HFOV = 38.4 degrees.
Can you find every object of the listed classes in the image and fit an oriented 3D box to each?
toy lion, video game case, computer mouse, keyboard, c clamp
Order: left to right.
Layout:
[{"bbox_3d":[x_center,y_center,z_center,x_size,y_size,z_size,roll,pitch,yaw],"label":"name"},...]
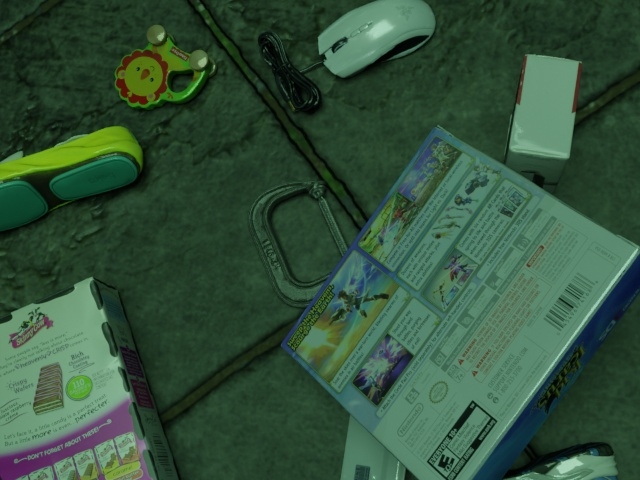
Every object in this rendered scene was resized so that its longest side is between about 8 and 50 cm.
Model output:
[{"bbox_3d":[-0.183,-0.188,1.051,0.100,0.034,0.096,32,90,16],"label":"toy lion"},{"bbox_3d":[0.000,0.000,0.974,0.137,0.022,0.160,-31,74,6],"label":"c clamp"},{"bbox_3d":[0.033,-0.220,1.012,0.193,0.042,0.106,-26,72,3],"label":"computer mouse"},{"bbox_3d":[0.049,0.234,0.894,0.072,0.014,0.256,-2,72,41],"label":"keyboard"},{"bbox_3d":[0.123,0.064,0.845,0.244,0.061,0.269,39,96,38],"label":"video game case"}]

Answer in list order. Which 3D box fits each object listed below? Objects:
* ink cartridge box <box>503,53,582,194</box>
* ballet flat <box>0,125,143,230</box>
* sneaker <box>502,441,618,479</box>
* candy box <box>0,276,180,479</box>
[{"bbox_3d":[0.214,-0.107,0.901,0.056,0.135,0.099,9,78,9],"label":"ink cartridge box"},{"bbox_3d":[-0.308,-0.072,1.027,0.231,0.077,0.077,-18,52,3],"label":"ballet flat"},{"bbox_3d":[0.175,0.253,0.842,0.211,0.080,0.081,-21,80,13],"label":"sneaker"},{"bbox_3d":[-0.257,0.176,0.946,0.159,0.071,0.233,-23,73,4],"label":"candy box"}]
